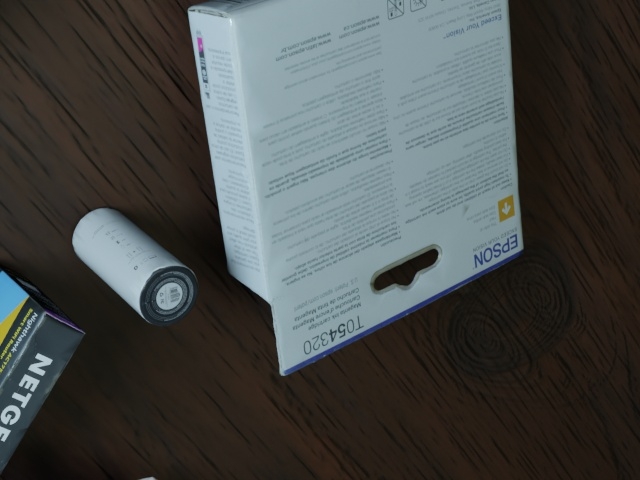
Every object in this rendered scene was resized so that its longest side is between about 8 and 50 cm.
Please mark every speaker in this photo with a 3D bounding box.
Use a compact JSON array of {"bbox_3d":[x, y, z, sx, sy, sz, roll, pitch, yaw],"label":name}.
[{"bbox_3d":[-0.157,0.020,1.279,0.055,0.136,0.055,-15,119,-29],"label":"speaker"}]

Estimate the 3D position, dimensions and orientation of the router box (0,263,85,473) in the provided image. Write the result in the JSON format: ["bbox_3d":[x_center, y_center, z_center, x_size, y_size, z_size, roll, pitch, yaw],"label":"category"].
[{"bbox_3d":[-0.276,0.119,1.244,0.046,0.133,0.179,31,90,-36],"label":"router box"}]

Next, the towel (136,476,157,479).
[{"bbox_3d":[-0.285,0.372,1.305,0.317,0.053,0.332,-4,119,-49],"label":"towel"}]

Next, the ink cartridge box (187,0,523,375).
[{"bbox_3d":[0.046,-0.090,1.374,0.324,0.071,0.330,-24,119,-36],"label":"ink cartridge box"}]
